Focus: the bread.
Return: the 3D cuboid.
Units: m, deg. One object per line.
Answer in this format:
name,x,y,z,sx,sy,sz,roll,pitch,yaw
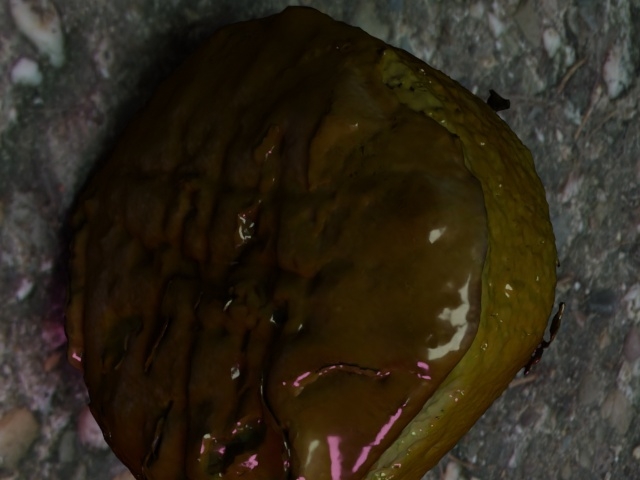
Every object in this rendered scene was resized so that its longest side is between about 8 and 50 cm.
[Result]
bread,-0.021,0.028,1.215,0.215,0.398,0.398,7,101,-47
